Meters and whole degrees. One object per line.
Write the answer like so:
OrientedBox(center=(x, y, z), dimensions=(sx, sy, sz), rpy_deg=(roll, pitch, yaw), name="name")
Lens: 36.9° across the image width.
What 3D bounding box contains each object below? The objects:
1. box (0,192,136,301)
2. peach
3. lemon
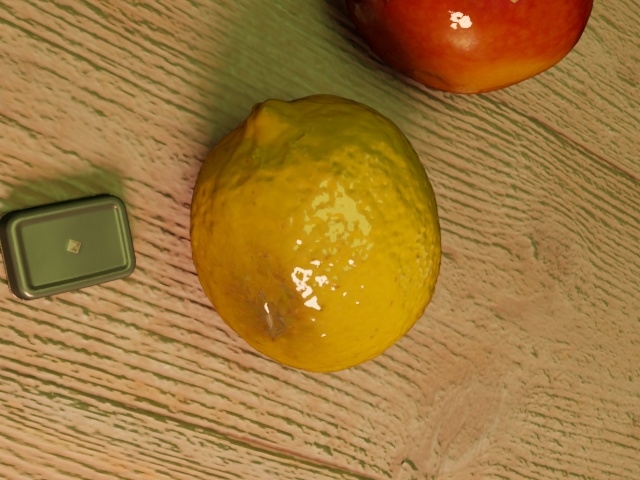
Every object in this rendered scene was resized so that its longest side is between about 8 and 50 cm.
OrientedBox(center=(-0.243, 0.005, 0.929), dimensions=(0.126, 0.031, 0.091), rpy_deg=(-12, 97, -33), name="box")
OrientedBox(center=(0.157, -0.287, 1.061), dimensions=(0.281, 0.238, 0.281), rpy_deg=(-7, 129, -9), name="peach")
OrientedBox(center=(0.000, 0.000, 0.957), dimensions=(0.253, 0.253, 0.310), rpy_deg=(-33, 123, -27), name="lemon")
